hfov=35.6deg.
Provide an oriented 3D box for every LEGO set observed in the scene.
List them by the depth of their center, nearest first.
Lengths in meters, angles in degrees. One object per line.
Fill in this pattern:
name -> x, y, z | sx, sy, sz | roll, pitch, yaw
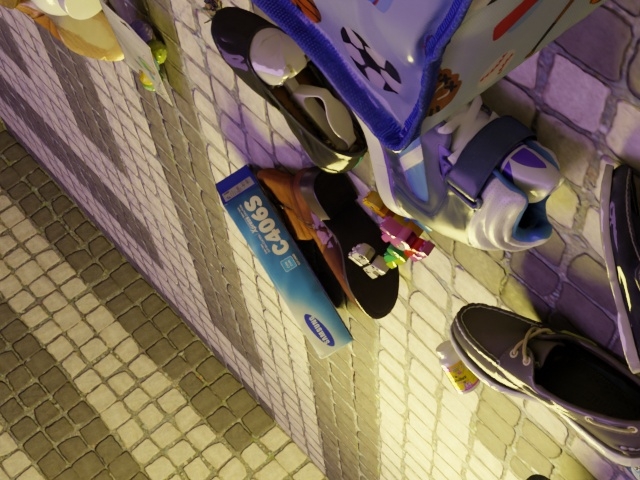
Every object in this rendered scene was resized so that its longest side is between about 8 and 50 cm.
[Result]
LEGO set -> 0.094, -0.021, 1.372 | 0.093, 0.087, 0.227 | 38, 163, -6
LEGO set -> -0.158, -0.354, 1.479 | 0.054, 0.023, 0.083 | 52, 149, -6

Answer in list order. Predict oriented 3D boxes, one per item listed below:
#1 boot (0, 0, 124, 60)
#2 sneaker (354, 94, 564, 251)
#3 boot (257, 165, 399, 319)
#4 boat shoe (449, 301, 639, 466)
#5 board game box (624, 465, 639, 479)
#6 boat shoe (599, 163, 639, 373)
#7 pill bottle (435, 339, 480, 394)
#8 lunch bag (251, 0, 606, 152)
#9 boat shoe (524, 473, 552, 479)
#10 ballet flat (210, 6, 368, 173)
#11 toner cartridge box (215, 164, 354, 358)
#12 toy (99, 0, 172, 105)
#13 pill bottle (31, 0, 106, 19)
boot -> -0.506, -0.467, 1.979 | 0.295, 0.104, 0.211 | 24, -160, -16
sneaker -> 0.148, -0.129, 1.020 | 0.236, 0.130, 0.323 | 20, 140, 42
boot -> 0.000, 0.000, 1.633 | 0.264, 0.096, 0.280 | 56, 162, -14
boat shoe -> 0.287, 0.155, 1.221 | 0.305, 0.109, 0.091 | 33, 154, 31
board game box -> 0.457, 0.295, 1.179 | 0.136, 0.035, 0.201 | 49, 161, 9
boat shoe -> 0.321, 0.025, 0.975 | 0.079, 0.084, 0.233 | -9, 117, 26
pill bottle -> 0.214, 0.199, 1.568 | 0.083, 0.043, 0.043 | 57, 161, -15
lunch bag -> 0.049, -0.310, 0.566 | 0.385, 0.328, 0.239 | 49, 156, 14
boat shoe -> 0.421, 0.539, 1.552 | 0.500, 0.156, 0.187 | 49, 160, -28
ballet flat -> -0.028, -0.210, 1.336 | 0.280, 0.095, 0.096 | 47, 154, -19
toner cartridge box -> -0.067, 0.038, 1.825 | 0.348, 0.075, 0.165 | 59, 180, -19
toy -> -0.319, -0.349, 1.810 | 0.137, 0.056, 0.237 | 44, 165, 13
pill bottle -> -0.491, -0.503, 1.792 | 0.264, 0.146, 0.146 | 42, 159, 28
